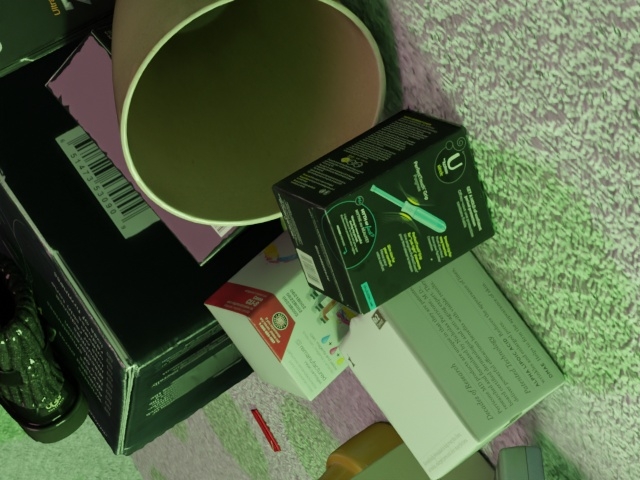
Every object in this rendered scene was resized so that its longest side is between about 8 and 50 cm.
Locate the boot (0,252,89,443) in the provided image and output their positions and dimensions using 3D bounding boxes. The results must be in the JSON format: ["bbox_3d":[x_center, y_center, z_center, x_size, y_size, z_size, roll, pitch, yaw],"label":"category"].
[{"bbox_3d":[-0.469,0.109,1.871,0.348,0.131,0.260,28,153,35],"label":"boot"}]

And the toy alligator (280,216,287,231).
[{"bbox_3d":[-0.060,-0.093,1.614,0.051,0.056,0.190,-25,97,28],"label":"toy alligator"}]

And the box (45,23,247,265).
[{"bbox_3d":[-0.147,-0.124,1.501,0.261,0.184,0.103,50,124,1],"label":"box"}]

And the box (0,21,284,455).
[{"bbox_3d":[-0.287,-0.011,1.890,0.480,0.297,0.472,54,158,12],"label":"box"}]

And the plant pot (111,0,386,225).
[{"bbox_3d":[-0.103,-0.198,1.340,0.274,0.256,0.256,-118,13,-46],"label":"plant pot"}]

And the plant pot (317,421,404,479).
[{"bbox_3d":[0.049,0.408,1.792,0.254,0.239,0.254,48,158,28],"label":"plant pot"}]

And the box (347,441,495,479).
[{"bbox_3d":[0.058,0.353,1.589,0.121,0.311,0.148,50,158,23],"label":"box"}]

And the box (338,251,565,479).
[{"bbox_3d":[0.128,0.126,1.387,0.182,0.119,0.181,54,159,12],"label":"box"}]

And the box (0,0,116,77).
[{"bbox_3d":[-0.299,-0.361,1.433,0.073,0.293,0.295,8,126,64],"label":"box"}]

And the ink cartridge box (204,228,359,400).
[{"bbox_3d":[-0.010,0.067,1.520,0.128,0.176,0.127,54,160,-20],"label":"ink cartridge box"}]

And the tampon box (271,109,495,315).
[{"bbox_3d":[0.060,-0.029,1.265,0.101,0.161,0.120,26,141,56],"label":"tampon box"}]

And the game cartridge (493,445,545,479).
[{"bbox_3d":[0.219,0.418,1.405,0.230,0.068,0.355,94,175,-58],"label":"game cartridge"}]

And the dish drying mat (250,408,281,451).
[{"bbox_3d":[-0.095,0.328,2.334,0.083,0.008,0.032,59,160,-3],"label":"dish drying mat"}]
